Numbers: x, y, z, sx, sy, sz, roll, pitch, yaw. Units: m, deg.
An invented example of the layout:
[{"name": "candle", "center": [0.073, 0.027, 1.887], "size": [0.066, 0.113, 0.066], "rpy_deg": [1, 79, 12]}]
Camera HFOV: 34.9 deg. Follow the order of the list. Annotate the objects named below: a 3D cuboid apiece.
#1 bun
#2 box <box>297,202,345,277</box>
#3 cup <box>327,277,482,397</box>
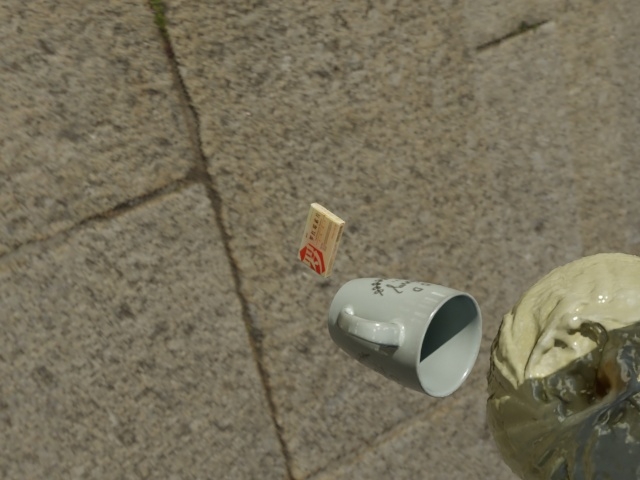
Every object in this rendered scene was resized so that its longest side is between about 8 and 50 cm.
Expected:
[{"name": "bun", "center": [0.376, 0.176, 1.284], "size": [0.227, 0.352, 0.349], "rpy_deg": [36, 58, -59]}, {"name": "box", "center": [0.000, 0.000, 1.427], "size": [0.015, 0.058, 0.093], "rpy_deg": [-19, 135, -44]}, {"name": "cup", "center": [0.116, 0.151, 1.773], "size": [0.258, 0.234, 0.186], "rpy_deg": [13, 92, -51]}]
